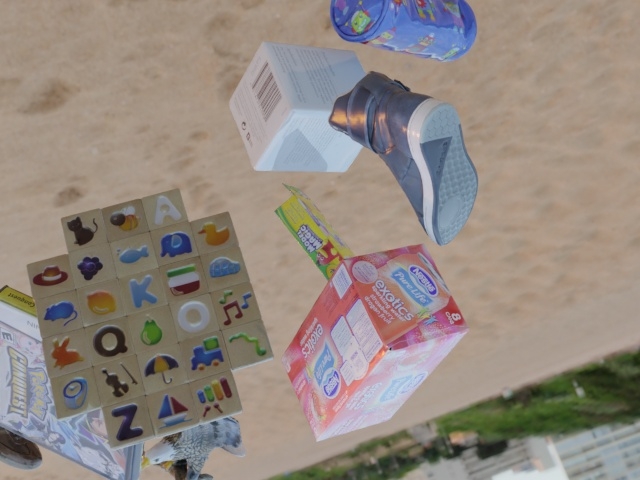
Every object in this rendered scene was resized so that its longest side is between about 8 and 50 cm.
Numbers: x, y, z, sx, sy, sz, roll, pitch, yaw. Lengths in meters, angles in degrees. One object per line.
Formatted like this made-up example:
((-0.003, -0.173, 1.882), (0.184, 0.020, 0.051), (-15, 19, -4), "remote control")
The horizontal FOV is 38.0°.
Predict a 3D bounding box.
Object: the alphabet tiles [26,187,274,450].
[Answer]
((-0.230, 0.094, 1.238), (0.285, 0.342, 0.011), (-16, 155, -8), "alphabet tiles")

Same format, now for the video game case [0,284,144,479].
((-0.370, 0.222, 1.367), (0.035, 0.248, 0.274), (-53, 162, -52), "video game case")

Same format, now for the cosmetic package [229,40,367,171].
((-0.024, -0.215, 1.521), (0.184, 0.151, 0.151), (-1, 145, -33), "cosmetic package")

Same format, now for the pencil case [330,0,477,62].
((0.137, -0.372, 1.531), (0.119, 0.133, 0.306), (-31, 163, 34), "pencil case")

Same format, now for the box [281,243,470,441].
((0.071, 0.155, 1.361), (0.142, 0.154, 0.300), (-10, 149, -28), "box")

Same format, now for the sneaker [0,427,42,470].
((-0.521, 0.296, 1.515), (0.071, 0.188, 0.066), (-57, 168, 17), "sneaker")

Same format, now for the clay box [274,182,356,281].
((0.000, 0.000, 1.642), (0.053, 0.222, 0.127), (-41, 168, 9), "clay box")

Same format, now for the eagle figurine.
((-0.254, 0.343, 1.722), (0.226, 0.298, 0.225), (7, -151, 2), "eagle figurine")

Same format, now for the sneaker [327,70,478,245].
((0.098, -0.103, 1.112), (0.086, 0.163, 0.226), (-43, 141, -22), "sneaker")
